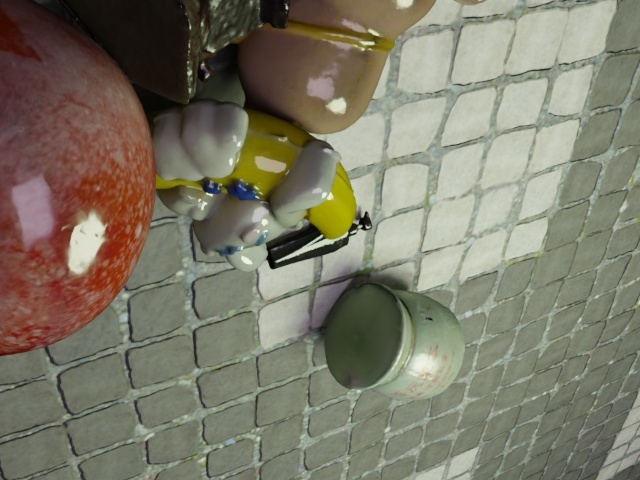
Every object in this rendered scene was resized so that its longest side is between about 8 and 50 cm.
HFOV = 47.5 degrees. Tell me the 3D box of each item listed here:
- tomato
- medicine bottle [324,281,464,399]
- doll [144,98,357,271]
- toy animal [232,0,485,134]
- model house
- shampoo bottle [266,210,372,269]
[{"bbox_3d":[-0.247,-0.051,0.517,0.270,0.227,0.270,4,120,7],"label":"tomato"},{"bbox_3d":[0.098,0.137,0.975,0.143,0.147,0.147,19,112,-42],"label":"medicine bottle"},{"bbox_3d":[-0.079,-0.044,0.683,0.237,0.111,0.252,22,152,-37],"label":"doll"},{"bbox_3d":[0.010,-0.196,0.647,0.165,0.149,0.248,-2,139,-53],"label":"toy animal"},{"bbox_3d":[-0.107,-0.221,0.525,0.203,0.141,0.164,50,58,-15],"label":"model house"},{"bbox_3d":[0.000,0.000,0.881,0.137,0.027,0.048,-20,136,-21],"label":"shampoo bottle"}]
